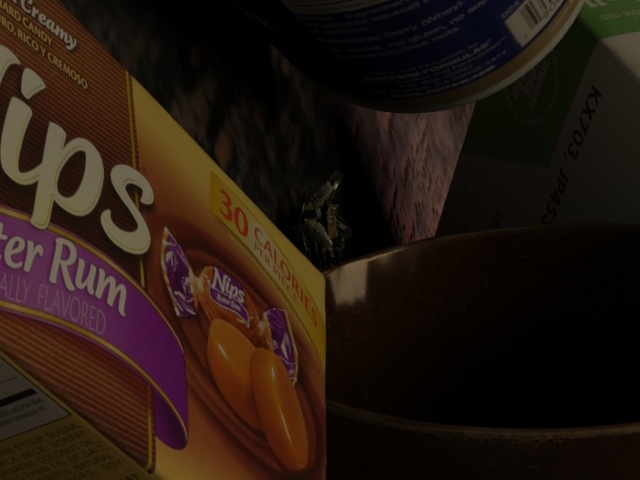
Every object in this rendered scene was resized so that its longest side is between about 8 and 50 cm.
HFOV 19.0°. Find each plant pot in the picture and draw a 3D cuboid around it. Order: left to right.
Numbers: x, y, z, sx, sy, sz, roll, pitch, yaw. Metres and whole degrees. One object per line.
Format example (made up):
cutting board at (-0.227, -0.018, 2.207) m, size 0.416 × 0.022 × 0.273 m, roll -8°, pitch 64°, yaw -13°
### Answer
plant pot at (0.092, 0.134, 0.709) m, size 0.215 × 0.215 × 0.230 m, roll -56°, pitch 143°, yaw -69°

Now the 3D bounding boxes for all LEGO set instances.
LEGO set at (0.000, 0.003, 0.797) m, size 0.054 × 0.023 × 0.083 m, roll -80°, pitch 165°, yaw -51°

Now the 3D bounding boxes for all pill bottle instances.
pill bottle at (0.005, -0.155, 0.693) m, size 0.264 × 0.153 × 0.153 m, roll 39°, pitch 40°, yaw -66°

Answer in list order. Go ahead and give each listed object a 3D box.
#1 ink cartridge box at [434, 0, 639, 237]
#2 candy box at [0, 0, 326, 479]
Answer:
ink cartridge box at (0.193, 0.050, 0.829) m, size 0.353 × 0.119 × 0.207 m, roll 54°, pitch -39°, yaw 42°
candy box at (-0.066, 0.007, 0.444) m, size 0.187 × 0.053 × 0.109 m, roll 49°, pitch 30°, yaw -42°
